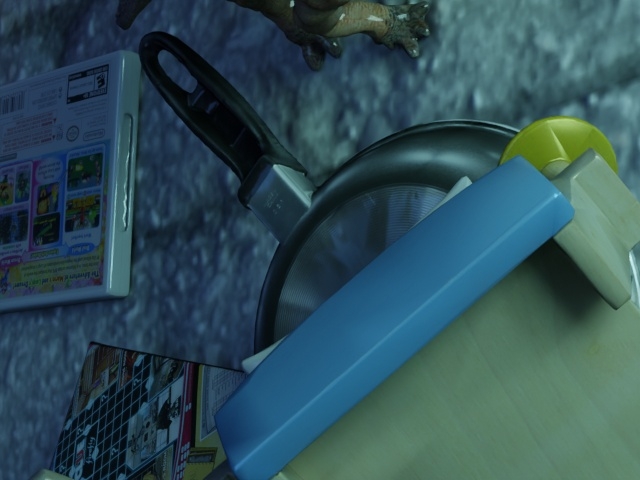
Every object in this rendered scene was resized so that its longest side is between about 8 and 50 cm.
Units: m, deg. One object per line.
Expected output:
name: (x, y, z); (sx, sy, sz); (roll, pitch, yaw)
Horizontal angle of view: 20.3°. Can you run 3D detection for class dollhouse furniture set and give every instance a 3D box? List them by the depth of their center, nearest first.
dollhouse furniture set: (0.054, 0.131, 0.700); (0.303, 0.286, 0.198); (-42, 21, 5)

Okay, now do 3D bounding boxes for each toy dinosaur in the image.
toy dinosaur: (-0.042, -0.161, 0.816); (0.296, 0.200, 0.127); (3, 84, 50)

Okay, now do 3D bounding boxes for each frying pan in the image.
frying pan: (0.023, -0.013, 0.795); (0.197, 0.053, 0.326); (-34, 65, 27)

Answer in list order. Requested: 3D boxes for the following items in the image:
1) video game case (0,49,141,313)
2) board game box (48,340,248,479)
video game case: (-0.162, -0.031, 1.069); (0.157, 0.019, 0.143); (-8, 76, 47)
board game box: (-0.092, 0.179, 0.890); (0.165, 0.042, 0.243); (6, 76, 49)
